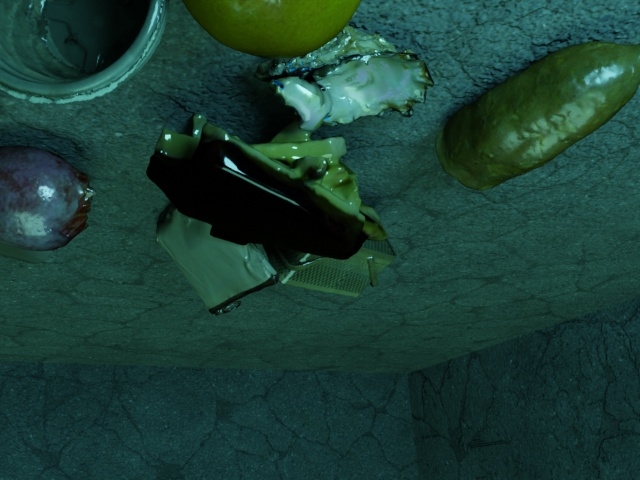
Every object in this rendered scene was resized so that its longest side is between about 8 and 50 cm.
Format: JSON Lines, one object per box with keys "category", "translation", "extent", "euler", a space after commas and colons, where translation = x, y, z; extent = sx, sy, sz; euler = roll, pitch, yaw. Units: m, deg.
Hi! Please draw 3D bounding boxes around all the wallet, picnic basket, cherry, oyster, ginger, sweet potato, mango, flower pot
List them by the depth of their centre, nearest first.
{"category": "mango", "translation": [-0.050, -0.312, 0.617], "extent": [0.211, 0.173, 0.317], "euler": [-10, 149, -6]}
{"category": "flower pot", "translation": [-0.263, -0.254, 0.704], "extent": [0.235, 0.236, 0.140], "euler": [-4, -177, 0]}
{"category": "oyster", "translation": [0.036, -0.228, 0.960], "extent": [0.259, 0.092, 0.198], "euler": [-10, 160, -11]}
{"category": "sweet potato", "translation": [0.340, -0.199, 1.003], "extent": [0.157, 0.158, 0.369], "euler": [9, 155, -30]}
{"category": "ginger", "translation": [-0.085, -0.119, 1.111], "extent": [0.358, 0.211, 0.413], "euler": [3, 158, 37]}
{"category": "cherry", "translation": [-0.519, -0.080, 1.126], "extent": [0.249, 0.175, 0.192], "euler": [22, 177, -23]}
{"category": "picnic basket", "translation": [0.017, 0.009, 1.387], "extent": [0.266, 0.165, 0.139], "euler": [15, 126, -41]}
{"category": "wallet", "translation": [-0.230, 0.031, 1.392], "extent": [0.275, 0.068, 0.335], "euler": [49, 145, -8]}

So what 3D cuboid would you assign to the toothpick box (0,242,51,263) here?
{"category": "toothpick box", "translation": [-0.637, -0.025, 1.311], "extent": [0.111, 0.111, 0.180], "euler": [-15, 157, 26]}
